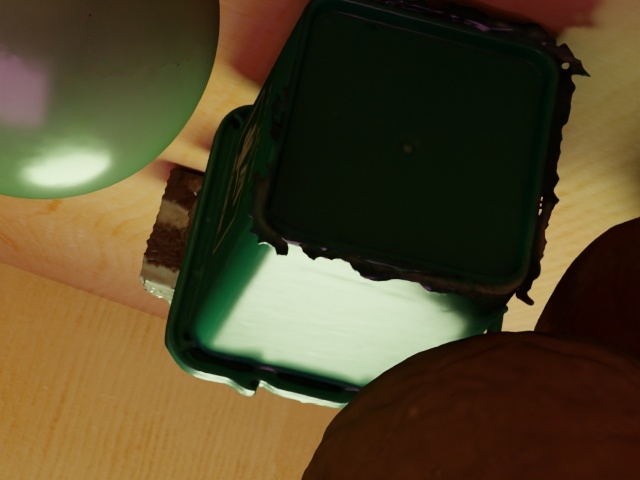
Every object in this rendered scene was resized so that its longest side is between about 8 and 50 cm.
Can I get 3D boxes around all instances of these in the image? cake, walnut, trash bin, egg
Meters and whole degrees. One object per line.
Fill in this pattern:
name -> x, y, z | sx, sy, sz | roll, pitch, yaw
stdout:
cake -> -0.140, 0.008, 1.514 | 0.135, 0.147, 0.134 | 19, 167, 1
walnut -> 0.129, 0.211, 0.815 | 0.333, 0.333, 0.333 | 17, 167, 4
trash bin -> 0.050, -0.009, 0.971 | 0.295, 0.259, 0.381 | 14, 164, -5
egg -> -0.172, -0.140, 0.771 | 0.220, 0.220, 0.269 | 18, 161, -1

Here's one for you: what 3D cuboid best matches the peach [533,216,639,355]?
peach -> 0.322, 0.148, 1.066 | 0.372, 0.372, 0.290 | 23, 139, -23

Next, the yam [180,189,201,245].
yam -> -0.001, 0.002, 1.368 | 0.280, 0.131, 0.131 | 20, 167, -16
